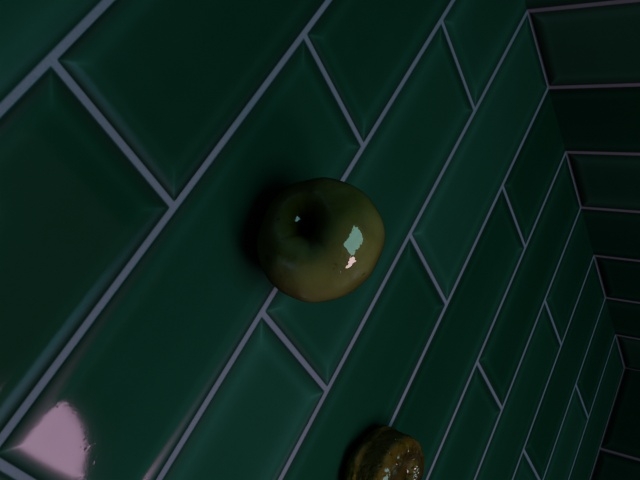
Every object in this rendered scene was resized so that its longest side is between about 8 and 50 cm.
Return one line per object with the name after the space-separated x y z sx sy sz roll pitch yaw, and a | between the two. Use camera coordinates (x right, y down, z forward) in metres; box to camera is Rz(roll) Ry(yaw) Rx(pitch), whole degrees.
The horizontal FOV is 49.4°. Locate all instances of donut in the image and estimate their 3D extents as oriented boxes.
0.169 0.606 1.824 0.261 0.128 0.209 -30 118 -47 | donut

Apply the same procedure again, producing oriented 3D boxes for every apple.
0.000 0.000 1.423 0.262 0.262 0.263 -12 105 -50 | apple
